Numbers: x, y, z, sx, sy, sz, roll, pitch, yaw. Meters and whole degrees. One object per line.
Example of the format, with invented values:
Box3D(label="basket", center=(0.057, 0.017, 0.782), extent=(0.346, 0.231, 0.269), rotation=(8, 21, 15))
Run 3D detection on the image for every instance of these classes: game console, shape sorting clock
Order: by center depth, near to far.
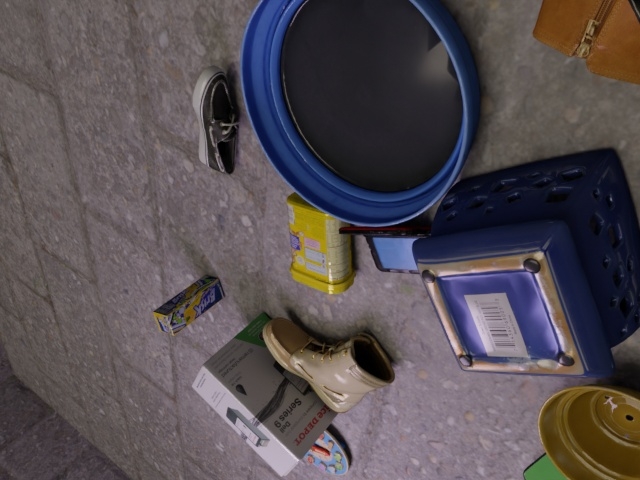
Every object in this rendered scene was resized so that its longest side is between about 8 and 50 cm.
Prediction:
Box3D(label="game console", center=(0.119, 0.018, 0.961), extent=(0.144, 0.124, 0.085), rotation=(1, 93, 41))
Box3D(label="shape sorting clock", center=(-0.014, 0.525, 1.477), extent=(0.206, 0.040, 0.206), rotation=(23, 132, 28))

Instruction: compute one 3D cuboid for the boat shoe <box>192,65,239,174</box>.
Box3D(label="boat shoe", center=(-0.182, -0.217, 1.066), extent=(0.070, 0.078, 0.219), rotation=(33, 144, 20))

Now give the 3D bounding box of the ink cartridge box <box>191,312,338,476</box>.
Box3D(label="ink cartridge box", center=(-0.107, 0.341, 1.299), extent=(0.289, 0.211, 0.121), rotation=(42, 137, 9))

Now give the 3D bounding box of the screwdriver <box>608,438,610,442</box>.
Box3D(label="screwdriver", center=(0.476, 0.391, 0.955), extent=(0.025, 0.024, 0.170), rotation=(46, 151, 52))

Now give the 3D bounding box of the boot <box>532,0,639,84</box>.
Box3D(label="boot", center=(0.363, -0.245, 0.550), extent=(0.295, 0.104, 0.211), rotation=(30, 140, 29))

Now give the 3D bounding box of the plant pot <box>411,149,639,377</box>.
Box3D(label="plant pot", center=(0.267, 0.045, 0.748), extent=(0.236, 0.212, 0.236), rotation=(-9, 112, 44))

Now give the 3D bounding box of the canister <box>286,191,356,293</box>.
Box3D(label="canister", center=(0.000, 0.000, 1.059), extent=(0.126, 0.073, 0.170), rotation=(19, 128, 31))

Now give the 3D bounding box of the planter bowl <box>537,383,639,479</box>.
Box3D(label="planter bowl", center=(0.445, 0.284, 0.850), extent=(0.217, 0.090, 0.217), rotation=(24, 129, 33))

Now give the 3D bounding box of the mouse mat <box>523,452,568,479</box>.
Box3D(label="mouse mat", center=(0.421, 0.458, 0.980), extent=(0.153, 0.007, 0.190), rotation=(110, 151, -45))

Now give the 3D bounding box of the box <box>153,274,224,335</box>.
Box3D(label="box", center=(-0.310, 0.151, 1.370), extent=(0.054, 0.169, 0.059), rotation=(10, 124, 38))

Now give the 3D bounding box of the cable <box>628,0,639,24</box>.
Box3D(label="cable", center=(0.296, -0.251, 0.512), extent=(0.287, 0.072, 0.139), rotation=(53, 168, 28))

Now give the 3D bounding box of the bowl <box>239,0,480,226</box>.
Box3D(label="bowl", center=(0.050, -0.209, 0.860), extent=(0.391, 0.077, 0.391), rotation=(22, 131, 28))

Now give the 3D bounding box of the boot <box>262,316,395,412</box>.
Box3D(label="boot", center=(0.013, 0.231, 1.196), extent=(0.262, 0.095, 0.203), rotation=(46, 139, 3))
